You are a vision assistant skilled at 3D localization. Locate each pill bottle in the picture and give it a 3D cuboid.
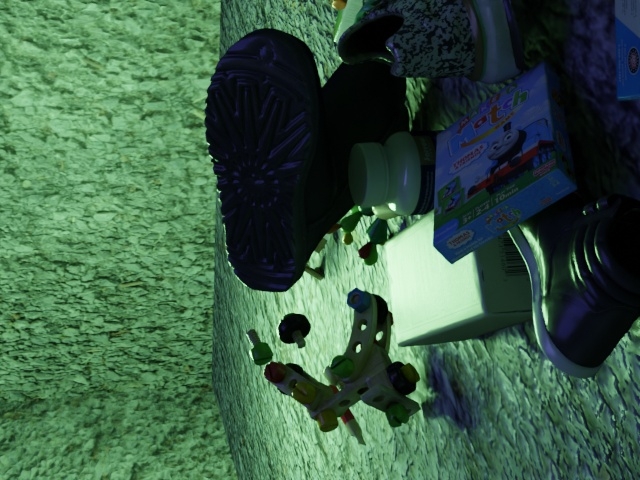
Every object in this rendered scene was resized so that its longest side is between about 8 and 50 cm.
[{"bbox_3d":[0.137,-0.089,1.270,0.112,0.187,0.111,176,90,-74],"label":"pill bottle"}]

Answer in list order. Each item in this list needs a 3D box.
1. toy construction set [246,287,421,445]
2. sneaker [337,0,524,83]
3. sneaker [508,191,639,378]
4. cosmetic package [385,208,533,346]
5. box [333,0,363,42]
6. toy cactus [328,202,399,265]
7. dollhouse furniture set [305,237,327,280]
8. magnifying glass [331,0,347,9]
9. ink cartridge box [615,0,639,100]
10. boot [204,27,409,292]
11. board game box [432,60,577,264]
[{"bbox_3d":[0.057,0.265,1.656,0.237,0.258,0.308,58,171,37],"label":"toy construction set"},{"bbox_3d":[0.096,-0.284,1.222,0.410,0.182,0.158,-130,28,-67],"label":"sneaker"},{"bbox_3d":[0.274,-0.017,0.985,0.147,0.105,0.295,-53,28,40],"label":"sneaker"},{"bbox_3d":[0.190,0.041,1.252,0.309,0.113,0.160,140,125,-72],"label":"cosmetic package"},{"bbox_3d":[0.091,-0.480,1.478,0.322,0.059,0.232,121,160,-66],"label":"box"},{"bbox_3d":[0.086,-0.065,1.664,0.180,0.112,0.218,-176,92,-65],"label":"toy cactus"},{"bbox_3d":[0.000,0.000,2.101,0.151,0.123,0.144,-56,21,2],"label":"dollhouse furniture set"},{"bbox_3d":[0.046,-0.457,1.458,0.092,0.026,0.230,125,155,-71],"label":"magnifying glass"},{"bbox_3d":[0.323,-0.189,0.759,0.203,0.086,0.148,-160,67,-73],"label":"ink cartridge box"},{"bbox_3d":[0.016,-0.188,1.347,0.445,0.146,0.367,-47,-29,-48],"label":"boot"},{"bbox_3d":[0.196,-0.089,1.055,0.160,0.039,0.211,-35,27,31],"label":"board game box"}]
